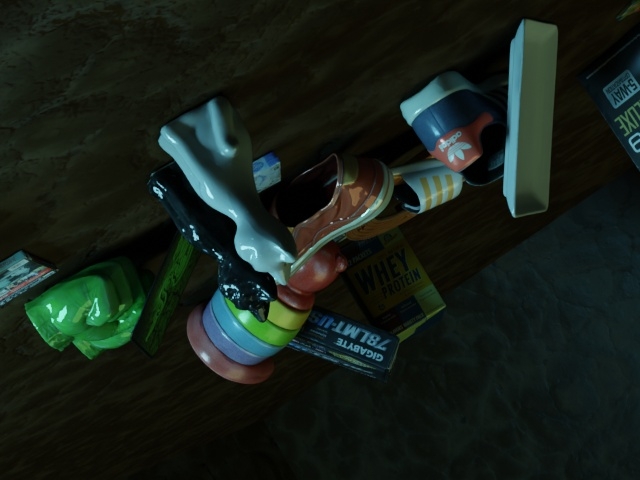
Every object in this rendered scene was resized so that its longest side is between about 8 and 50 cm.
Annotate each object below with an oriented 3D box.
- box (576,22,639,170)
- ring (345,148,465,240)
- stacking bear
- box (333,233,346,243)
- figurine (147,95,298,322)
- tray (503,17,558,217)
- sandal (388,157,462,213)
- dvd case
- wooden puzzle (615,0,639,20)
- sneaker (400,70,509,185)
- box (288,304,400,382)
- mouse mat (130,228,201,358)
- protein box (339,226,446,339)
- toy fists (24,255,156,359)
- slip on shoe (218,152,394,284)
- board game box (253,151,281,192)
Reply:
[{"bbox_3d":[0.605,-0.263,2.115,0.076,0.242,0.307,-21,166,-42],"label":"box"},{"bbox_3d":[0.175,-0.110,2.168,0.337,0.032,0.336,-32,167,-8],"label":"ring"},{"bbox_3d":[-0.078,0.092,2.157,0.289,0.175,0.164,-46,171,22],"label":"stacking bear"},{"bbox_3d":[0.000,0.000,2.250,0.136,0.028,0.081,-32,169,-6],"label":"box"},{"bbox_3d":[-0.097,-0.025,1.425,0.092,0.209,0.215,-27,168,-20],"label":"figurine"},{"bbox_3d":[0.291,-0.171,1.799,0.030,0.270,0.145,6,-173,29],"label":"tray"},{"bbox_3d":[0.127,-0.074,1.960,0.265,0.076,0.102,-10,172,-9],"label":"sandal"},{"bbox_3d":[-0.371,0.046,1.538,0.087,0.013,0.119,-31,170,2],"label":"dvd case"},{"bbox_3d":[0.485,-0.362,1.977,0.049,0.006,0.083,-25,168,-25],"label":"wooden puzzle"},{"bbox_3d":[0.240,-0.155,1.884,0.131,0.148,0.350,-37,167,29],"label":"sneaker"},{"bbox_3d":[0.002,0.179,2.433,0.293,0.296,0.073,86,24,-77],"label":"box"},{"bbox_3d":[-0.205,0.063,1.742,0.152,0.007,0.189,74,36,-74],"label":"mouse mat"},{"bbox_3d":[0.137,0.093,2.556,0.136,0.201,0.200,-30,169,-4],"label":"protein box"},{"bbox_3d":[-0.289,0.094,1.749,0.142,0.096,0.279,-34,167,0],"label":"toy fists"},{"bbox_3d":[-0.042,-0.030,1.858,0.101,0.123,0.331,25,137,-37],"label":"slip on shoe"},{"bbox_3d":[-0.095,-0.077,1.690,0.090,0.020,0.090,-30,169,-8],"label":"board game box"}]
